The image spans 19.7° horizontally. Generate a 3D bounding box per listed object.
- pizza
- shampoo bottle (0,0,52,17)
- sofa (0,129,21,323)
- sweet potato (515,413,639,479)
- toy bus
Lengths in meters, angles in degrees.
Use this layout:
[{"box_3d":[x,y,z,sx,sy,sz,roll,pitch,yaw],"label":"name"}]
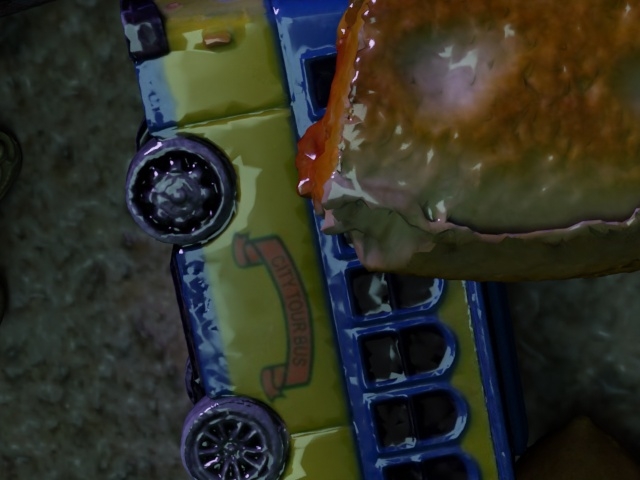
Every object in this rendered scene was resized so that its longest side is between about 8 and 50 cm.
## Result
[{"box_3d":[0.160,-0.200,0.817,0.440,0.130,0.406,-18,87,-10],"label":"pizza"},{"box_3d":[-0.145,-0.163,0.947,0.323,0.129,0.084,-14,92,21],"label":"shampoo bottle"},{"box_3d":[-0.295,0.026,0.985,0.200,0.258,0.182,2,95,15],"label":"sofa"},{"box_3d":[0.110,0.229,1.020,0.097,0.097,0.292,24,114,8],"label":"sweet potato"},{"box_3d":[0.000,0.000,0.931,0.175,0.138,0.288,-10,105,1],"label":"toy bus"}]
